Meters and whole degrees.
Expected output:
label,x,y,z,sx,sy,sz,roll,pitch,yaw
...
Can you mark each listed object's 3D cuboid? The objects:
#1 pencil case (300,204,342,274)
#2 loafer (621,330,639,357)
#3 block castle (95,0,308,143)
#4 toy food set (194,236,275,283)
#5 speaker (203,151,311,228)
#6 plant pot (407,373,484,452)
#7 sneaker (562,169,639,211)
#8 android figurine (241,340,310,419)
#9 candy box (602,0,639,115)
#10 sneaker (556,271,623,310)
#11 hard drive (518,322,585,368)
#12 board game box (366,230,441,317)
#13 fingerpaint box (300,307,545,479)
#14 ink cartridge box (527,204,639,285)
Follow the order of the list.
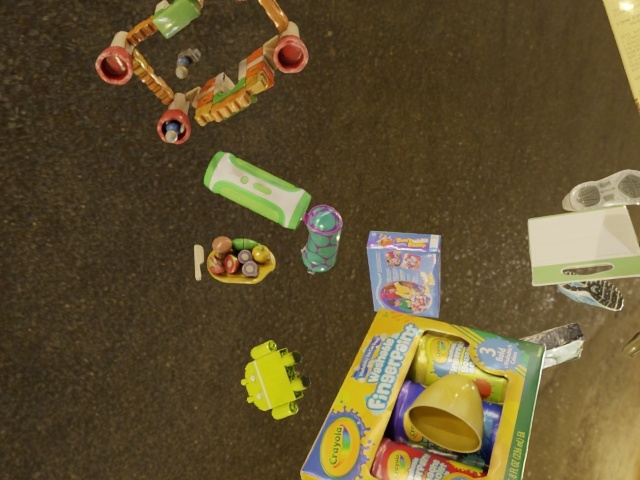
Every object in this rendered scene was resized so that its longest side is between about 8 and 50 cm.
label,x,y,z,sx,sy,sz,roll,pitch,yaw
pencil case,0.000,0.000,1.068,0.152,0.070,0.065,99,4,-59
loafer,0.738,0.231,1.340,0.056,0.050,0.148,-33,152,-25
block castle,-0.284,-0.454,1.451,0.303,0.453,0.213,49,22,-38
toy food set,-0.225,0.040,1.528,0.071,0.217,0.128,97,-7,-50
speaker,-0.181,-0.145,1.704,0.131,0.296,0.131,-64,179,-3
plant pot,0.234,0.295,1.045,0.095,0.134,0.134,-55,136,-35
sneaker,0.731,-0.124,1.519,0.115,0.232,0.091,146,-65,-85
android figurine,-0.157,0.461,1.942,0.056,0.272,0.248,-5,72,-54
candy box,0.461,-0.180,0.754,0.183,0.087,0.317,-34,103,-52
sneaker,0.667,0.129,1.466,0.063,0.162,0.073,-61,164,-16
hard drive,0.646,0.364,1.855,0.237,0.338,0.064,53,20,-59
board game box,0.291,0.121,2.016,0.347,0.233,0.078,79,21,-46
fingerpaint box,0.222,0.369,1.178,0.445,0.370,0.163,-55,148,-44
ink cartridge box,0.445,0.024,0.997,0.235,0.171,0.056,-63,140,-55
